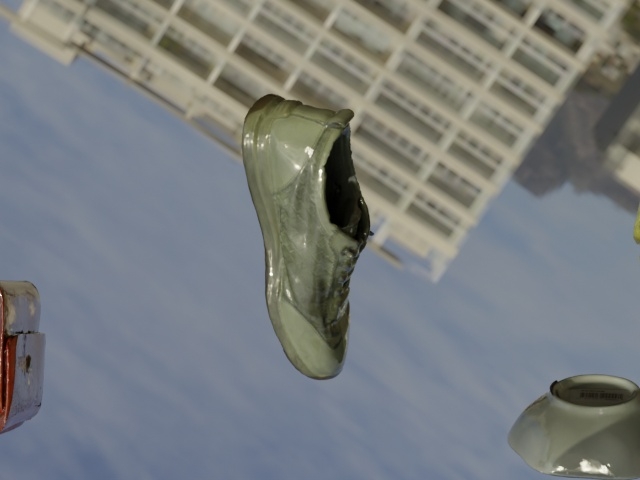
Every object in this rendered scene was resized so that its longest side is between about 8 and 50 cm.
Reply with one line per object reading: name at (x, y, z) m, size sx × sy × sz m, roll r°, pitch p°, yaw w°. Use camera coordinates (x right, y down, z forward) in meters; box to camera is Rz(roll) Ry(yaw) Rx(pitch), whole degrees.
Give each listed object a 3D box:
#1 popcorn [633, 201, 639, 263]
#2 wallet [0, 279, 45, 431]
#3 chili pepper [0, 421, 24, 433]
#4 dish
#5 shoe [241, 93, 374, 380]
popcorn at (0.394, -0.003, 1.471) m, size 0.204 × 0.183 × 0.221 m, roll 4°, pitch 161°, yaw 34°
wallet at (-0.297, 0.108, 1.517) m, size 0.045 × 0.142 × 0.204 m, roll 0°, pitch 178°, yaw -1°
chili pepper at (-0.370, 0.192, 1.726) m, size 0.191 × 0.059 × 0.050 m, roll 9°, pitch -118°, yaw -72°
dish at (0.289, 0.183, 1.662) m, size 0.191 × 0.066 × 0.190 m, roll -3°, pitch -163°, yaw 1°
shoe at (0.000, 0.000, 1.458) m, size 0.098 × 0.274 × 0.103 m, roll 2°, pitch -155°, yaw 29°
